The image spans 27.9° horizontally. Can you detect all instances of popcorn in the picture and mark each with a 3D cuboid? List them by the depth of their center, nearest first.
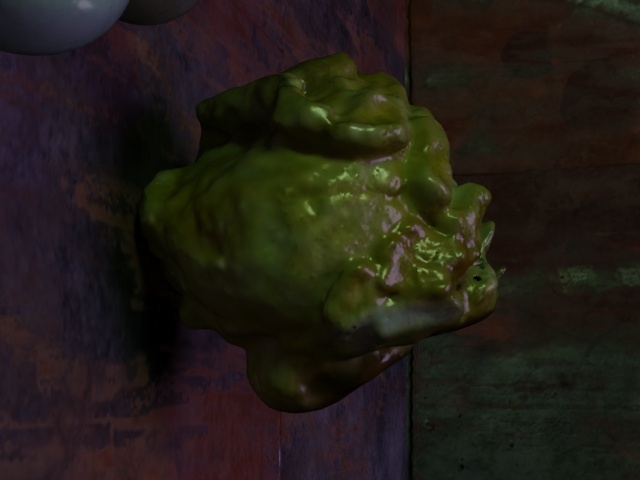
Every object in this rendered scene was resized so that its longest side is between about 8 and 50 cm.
[{"bbox_3d":[0.001,-0.018,1.148,0.312,0.312,0.312,-1,90,-77],"label":"popcorn"}]

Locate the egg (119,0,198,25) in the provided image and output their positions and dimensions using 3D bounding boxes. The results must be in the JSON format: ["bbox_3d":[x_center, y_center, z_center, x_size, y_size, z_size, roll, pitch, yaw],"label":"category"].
[{"bbox_3d":[-0.139,-0.225,0.989,0.152,0.114,0.114,57,34,-69],"label":"egg"}]

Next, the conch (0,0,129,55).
[{"bbox_3d":[-0.184,-0.219,0.778,0.185,0.120,0.221,51,39,-60],"label":"conch"}]
